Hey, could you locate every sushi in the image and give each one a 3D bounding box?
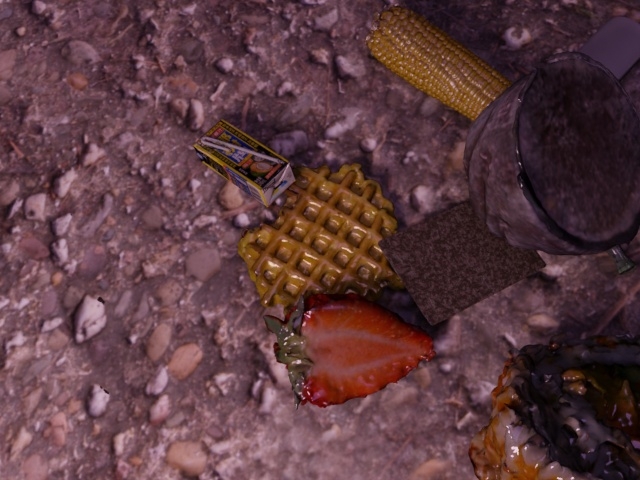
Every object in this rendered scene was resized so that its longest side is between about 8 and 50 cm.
[{"bbox_3d":[0.410,0.255,1.103,0.418,0.175,0.417,2,32,-1],"label":"sushi"}]

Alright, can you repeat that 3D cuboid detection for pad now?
[{"bbox_3d":[0.224,0.023,1.343,0.235,0.003,0.158,-24,71,-23],"label":"pad"}]

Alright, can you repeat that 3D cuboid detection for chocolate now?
[{"bbox_3d":[0.328,-0.115,1.305,0.303,0.213,0.303,7,78,-32],"label":"chocolate"}]

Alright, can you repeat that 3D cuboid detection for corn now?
[{"bbox_3d":[0.214,-0.285,1.440,0.305,0.106,0.106,36,72,7],"label":"corn"}]

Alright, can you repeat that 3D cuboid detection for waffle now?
[{"bbox_3d":[0.000,-0.001,1.347,0.291,0.051,0.291,2,68,-4],"label":"waffle"}]

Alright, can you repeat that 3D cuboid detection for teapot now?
[{"bbox_3d":[0.464,0.004,1.363,0.043,0.043,0.110,-28,74,-12],"label":"teapot"}]

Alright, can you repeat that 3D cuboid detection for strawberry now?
[{"bbox_3d":[0.043,0.142,1.257,0.228,0.098,0.174,-17,94,-14],"label":"strawberry"}]

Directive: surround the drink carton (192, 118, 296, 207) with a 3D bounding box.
[{"bbox_3d":[-0.124,-0.127,1.368,0.166,0.056,0.071,34,68,30],"label":"drink carton"}]

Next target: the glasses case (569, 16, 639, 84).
[{"bbox_3d":[0.478,-0.298,1.471,0.092,0.059,0.233,39,73,14],"label":"glasses case"}]
